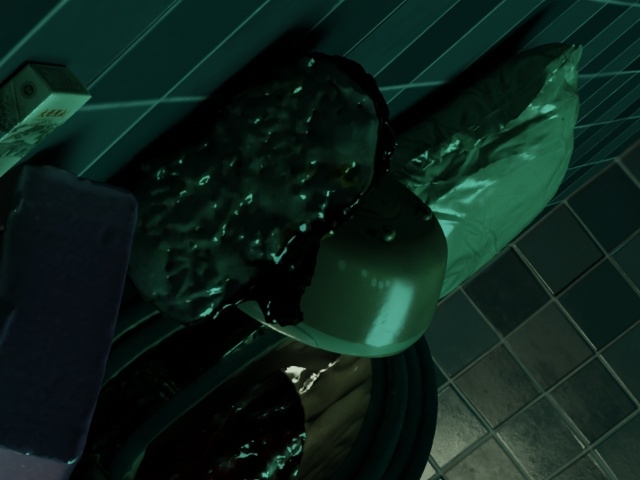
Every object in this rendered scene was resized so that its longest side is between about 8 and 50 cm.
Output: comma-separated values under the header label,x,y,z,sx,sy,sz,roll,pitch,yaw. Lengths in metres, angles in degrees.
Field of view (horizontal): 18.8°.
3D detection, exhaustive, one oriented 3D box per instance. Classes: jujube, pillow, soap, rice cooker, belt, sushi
label,x,y,z,sx,sy,sz,roll,pitch,yaw
jujube,-0.101,0.202,1.992,0.377,0.258,0.258,-28,168,-23
pillow,0.127,-0.053,1.879,0.310,0.138,0.283,-37,163,-15
soap,-0.186,0.084,1.222,0.259,0.081,0.181,125,-23,-62
rice cooker,0.000,0.000,1.451,0.145,0.206,0.127,-26,149,-53
belt,-0.100,0.168,1.554,0.436,0.300,0.173,-32,169,-34
sushi,-0.033,-0.028,1.322,0.212,0.147,0.115,-43,170,8

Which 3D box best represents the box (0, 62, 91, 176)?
label,x,y,z,sx,sy,sz,roll,pitch,yaw
box,-0.167,-0.059,1.027,0.083,0.024,0.054,-40,170,14
